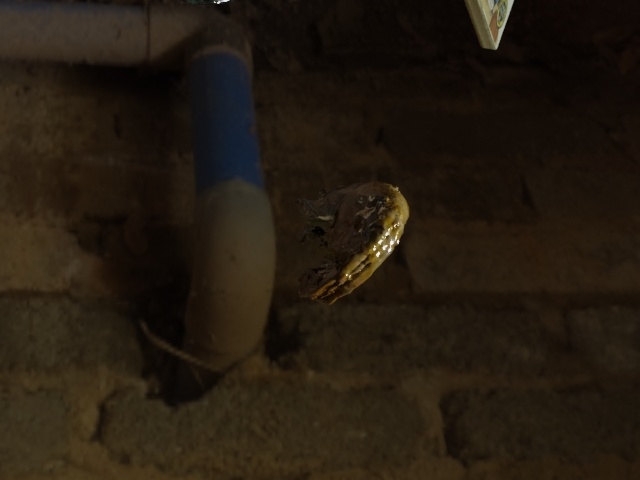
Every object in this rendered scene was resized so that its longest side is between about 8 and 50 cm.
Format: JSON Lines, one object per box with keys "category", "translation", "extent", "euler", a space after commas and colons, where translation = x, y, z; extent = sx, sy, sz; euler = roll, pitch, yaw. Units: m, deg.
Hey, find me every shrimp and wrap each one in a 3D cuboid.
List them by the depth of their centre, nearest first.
{"category": "shrimp", "translation": [0.001, -0.009, 1.009], "extent": [0.117, 0.262, 0.066], "euler": [-40, 100, -11]}

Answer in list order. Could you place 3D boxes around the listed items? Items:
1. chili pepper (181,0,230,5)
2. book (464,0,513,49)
{"category": "chili pepper", "translation": [-0.012, -0.188, 0.421], "extent": [0.059, 0.088, 0.227], "euler": [20, 143, -11]}
{"category": "book", "translation": [0.228, -0.390, 1.404], "extent": [0.027, 0.264, 0.202], "euler": [16, 166, 23]}
